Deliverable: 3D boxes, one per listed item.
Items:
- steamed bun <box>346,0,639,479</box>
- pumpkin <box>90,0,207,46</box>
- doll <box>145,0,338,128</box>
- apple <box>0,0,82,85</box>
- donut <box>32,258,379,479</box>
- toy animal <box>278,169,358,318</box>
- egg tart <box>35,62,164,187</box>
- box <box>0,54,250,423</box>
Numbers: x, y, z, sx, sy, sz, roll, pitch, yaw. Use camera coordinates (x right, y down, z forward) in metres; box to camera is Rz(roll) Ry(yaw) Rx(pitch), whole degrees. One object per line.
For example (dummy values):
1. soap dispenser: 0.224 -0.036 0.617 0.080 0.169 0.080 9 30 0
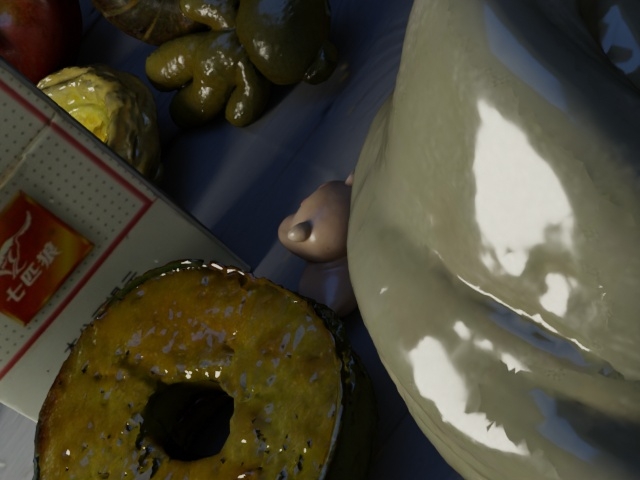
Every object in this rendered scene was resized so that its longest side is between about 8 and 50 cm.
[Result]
1. steamed bun: 0.165 0.025 0.585 0.342 0.368 0.255 47 122 12
2. pumpkin: -0.135 -0.294 1.153 0.219 0.219 0.162 -34 34 15
3. doll: -0.070 -0.178 1.101 0.209 0.097 0.137 -19 88 35
4. apple: -0.391 -0.230 1.284 0.260 0.260 0.216 -62 20 -16
5. donut: -0.074 0.144 0.848 0.272 0.107 0.272 -18 54 27
6. toy animal: 0.000 0.000 0.905 0.091 0.082 0.114 17 72 47
7. egg tart: -0.252 -0.045 1.149 0.279 0.095 0.279 -18 54 28
8. box: -0.236 0.003 0.912 0.210 0.330 0.095 -49 40 -2
